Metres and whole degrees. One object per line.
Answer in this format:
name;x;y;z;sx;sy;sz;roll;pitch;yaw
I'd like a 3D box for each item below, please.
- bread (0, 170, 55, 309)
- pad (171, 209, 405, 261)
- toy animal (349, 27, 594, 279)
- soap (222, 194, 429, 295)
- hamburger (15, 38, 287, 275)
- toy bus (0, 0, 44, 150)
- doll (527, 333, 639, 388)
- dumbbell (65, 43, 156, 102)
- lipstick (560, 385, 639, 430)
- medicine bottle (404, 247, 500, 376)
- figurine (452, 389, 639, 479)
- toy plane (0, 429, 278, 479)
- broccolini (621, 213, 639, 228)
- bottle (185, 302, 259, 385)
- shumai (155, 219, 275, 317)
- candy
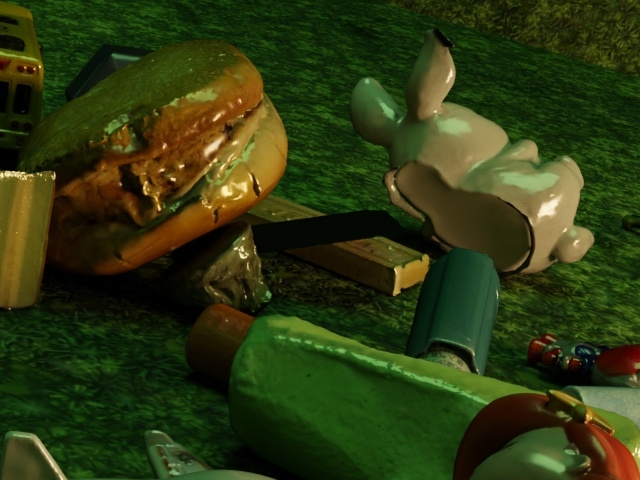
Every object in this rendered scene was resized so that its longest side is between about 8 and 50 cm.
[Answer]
bread;-0.303;-0.014;1.578;0.074;0.139;0.084;-4;25;-37
pad;-0.026;0.034;1.757;0.250;0.055;0.323;-7;30;-7
toy animal;0.179;-0.088;2.034;0.325;0.208;0.154;53;38;-5
soap;0.000;-0.001;1.942;0.252;0.037;0.092;21;20;23
hamburger;-0.180;-0.083;1.714;0.289;0.170;0.314;-24;20;-1
toy bus;-0.417;-0.211;2.108;0.145;0.151;0.331;6;19;-15
doll;0.306;0.132;1.709;0.194;0.062;0.104;13;-2;29
dumbbell;-0.208;-0.131;2.021;0.156;0.144;0.316;6;18;-20
lipstick;0.352;0.174;1.599;0.274;0.061;0.068;6;17;-23
medicine bottle;0.121;0.104;1.604;0.079;0.124;0.258;18;29;2
figurine;0.142;0.217;1.126;0.208;0.181;0.257;11;21;32
toy plane;-0.099;0.198;1.099;0.252;0.118;0.252;14;18;-5
broccolini;0.498;0.006;2.288;0.054;0.051;0.239;-43;40;-14
bottle;-0.028;0.117;1.493;0.187;0.069;0.069;23;19;24
shumai;-0.096;0.042;1.673;0.123;0.087;0.099;-22;22;46
candy;0.095;0.157;1.346;0.343;0.132;0.142;18;25;14
